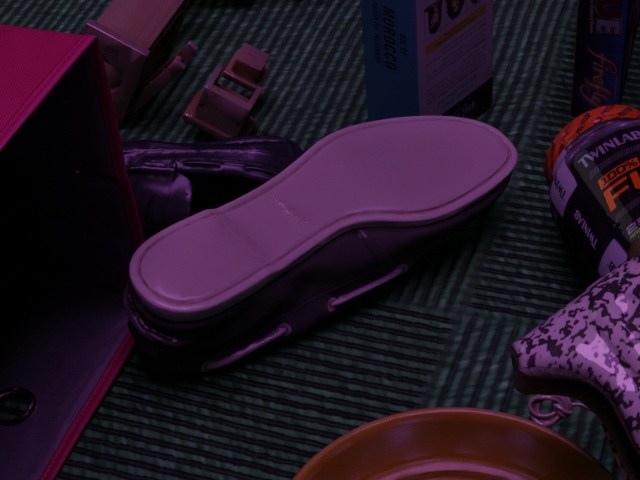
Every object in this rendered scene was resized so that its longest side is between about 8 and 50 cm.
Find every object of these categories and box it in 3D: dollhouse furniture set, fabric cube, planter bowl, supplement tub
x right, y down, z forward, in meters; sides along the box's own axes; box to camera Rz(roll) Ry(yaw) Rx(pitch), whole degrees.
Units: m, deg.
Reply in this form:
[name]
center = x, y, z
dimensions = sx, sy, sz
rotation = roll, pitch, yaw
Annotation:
[dollhouse furniture set]
center = -0.111, -0.168, 1.361
dimensions = 0.161, 0.101, 0.182
rotation = 28, 46, -1
[fabric cube]
center = -0.293, 0.016, 1.023
dimensions = 0.258, 0.259, 0.254
rotation = 10, 44, 18
[planter bowl]
center = 0.079, 0.207, 0.901
dimensions = 0.217, 0.090, 0.217
rotation = -3, 42, 3
[supplement tub]
center = 0.239, -0.008, 1.109
dimensions = 0.117, 0.117, 0.190
rotation = -14, 43, -11

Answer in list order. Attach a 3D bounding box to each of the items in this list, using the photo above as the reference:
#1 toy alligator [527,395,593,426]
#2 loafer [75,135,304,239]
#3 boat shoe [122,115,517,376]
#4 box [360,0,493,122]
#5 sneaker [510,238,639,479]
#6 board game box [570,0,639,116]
[toy alligator]
center = 0.235, 0.120, 1.020
dimensions = 0.190, 0.056, 0.051
rotation = 7, 1, 14
[loafer]
center = -0.115, -0.036, 1.198
dimensions = 0.223, 0.076, 0.078
rotation = -7, 34, -9
[boat shoe]
center = 0.000, 0.000, 1.149
dimensions = 0.335, 0.095, 0.112
rotation = -24, 56, -27
[box]
center = 0.086, -0.194, 1.231
dimensions = 0.060, 0.244, 0.100
rotation = 30, 52, 33
[sneaker]
center = 0.241, 0.179, 0.829
dimensions = 0.182, 0.158, 0.410
rotation = -28, 71, -7
[board game box]
center = 0.259, -0.242, 1.332
dimensions = 0.042, 0.165, 0.243
rotation = 8, 44, 13
